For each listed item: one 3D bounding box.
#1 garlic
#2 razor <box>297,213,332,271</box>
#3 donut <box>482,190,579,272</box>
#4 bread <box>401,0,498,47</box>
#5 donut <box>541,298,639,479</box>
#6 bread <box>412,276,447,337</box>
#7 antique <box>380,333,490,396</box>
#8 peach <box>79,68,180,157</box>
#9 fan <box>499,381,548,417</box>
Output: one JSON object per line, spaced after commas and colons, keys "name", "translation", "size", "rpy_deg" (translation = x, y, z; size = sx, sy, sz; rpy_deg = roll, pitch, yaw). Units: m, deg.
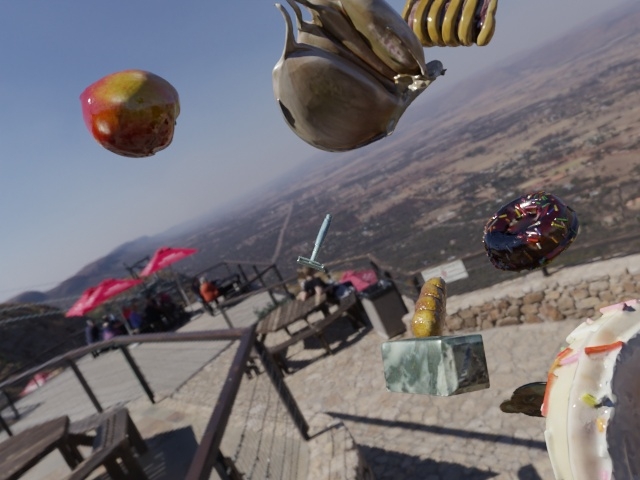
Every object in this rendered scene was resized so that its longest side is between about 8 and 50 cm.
{"name": "garlic", "translation": [0.044, -0.277, 0.894], "size": [0.210, 0.291, 0.237], "rpy_deg": [-68, 7, -28]}
{"name": "razor", "translation": [0.000, 0.000, 1.274], "size": [0.040, 0.068, 0.135], "rpy_deg": [92, -163, -74]}
{"name": "donut", "translation": [0.494, -0.026, 1.309], "size": [0.235, 0.089, 0.235], "rpy_deg": [-35, 24, 18]}
{"name": "bread", "translation": [0.279, -0.487, 1.175], "size": [0.225, 0.081, 0.134], "rpy_deg": [13, 77, 38]}
{"name": "donut", "translation": [0.474, 0.263, 0.759], "size": [0.382, 0.383, 0.142], "rpy_deg": [-30, 1, -21]}
{"name": "bread", "translation": [0.330, 0.189, 1.608], "size": [0.084, 0.124, 0.344], "rpy_deg": [0, 22, 17]}
{"name": "antique", "translation": [0.186, 0.201, 0.885], "size": [0.088, 0.086, 0.183], "rpy_deg": [-3, -10, -28]}
{"name": "peach", "translation": [-0.395, -0.262, 1.125], "size": [0.197, 0.197, 0.197], "rpy_deg": [-26, 9, 4]}
{"name": "fan", "translation": [0.437, 0.276, 0.996], "size": [0.152, 0.227, 0.008], "rpy_deg": [12, 46, -4]}
